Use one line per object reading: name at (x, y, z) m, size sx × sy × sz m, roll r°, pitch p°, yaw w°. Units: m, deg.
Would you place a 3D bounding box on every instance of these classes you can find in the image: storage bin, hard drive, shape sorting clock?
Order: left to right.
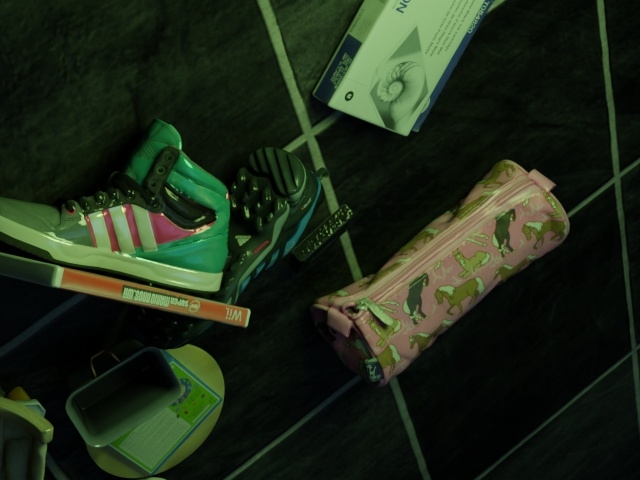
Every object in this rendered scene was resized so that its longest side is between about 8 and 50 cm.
storage bin at (-0.258, 0.175, 1.629) m, size 0.135 × 0.091 × 0.098 m, roll -33°, pitch 115°, yaw -13°
shape sorting clock at (-0.221, 0.226, 1.754) m, size 0.206 × 0.040 × 0.206 m, roll -21°, pitch 130°, yaw -28°
hard drive at (0.000, 0.000, 1.729) m, size 0.094 × 0.022 × 0.135 m, roll -42°, pitch 177°, yaw -8°

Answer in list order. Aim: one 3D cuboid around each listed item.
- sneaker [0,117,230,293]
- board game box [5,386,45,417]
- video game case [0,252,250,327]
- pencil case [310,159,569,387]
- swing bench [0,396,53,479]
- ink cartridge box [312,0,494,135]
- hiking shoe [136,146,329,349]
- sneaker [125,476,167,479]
sneaker at (-0.223, -0.055, 1.461) m, size 0.296 × 0.124 × 0.178 m, roll 14°, pitch 95°, yaw -29°
board game box at (-0.553, 0.347, 1.540) m, size 0.390 × 0.050 × 0.390 m, roll 1°, pitch 121°, yaw -43°
video game case at (-0.246, 0.050, 1.466) m, size 0.285 × 0.204 × 0.025 m, roll 16°, pitch 85°, yaw -48°
pencil case at (0.174, 0.043, 1.882) m, size 0.386 × 0.167 × 0.160 m, roll -36°, pitch 107°, yaw -15°
swing bench at (-0.437, 0.323, 1.448) m, size 0.255 × 0.165 × 0.253 m, roll -38°, pitch 146°, yaw -53°
ink cartridge box at (0.123, -0.246, 1.680) m, size 0.224 × 0.045 × 0.223 m, roll 12°, pitch 112°, yaw -48°
hiking shoe at (-0.102, 0.026, 1.647) m, size 0.304 × 0.113 × 0.132 m, roll -48°, pitch 153°, yaw 11°
sneaker at (-0.308, 0.444, 1.824) m, size 0.305 × 0.114 × 0.152 m, roll -44°, pitch 155°, yaw 1°
